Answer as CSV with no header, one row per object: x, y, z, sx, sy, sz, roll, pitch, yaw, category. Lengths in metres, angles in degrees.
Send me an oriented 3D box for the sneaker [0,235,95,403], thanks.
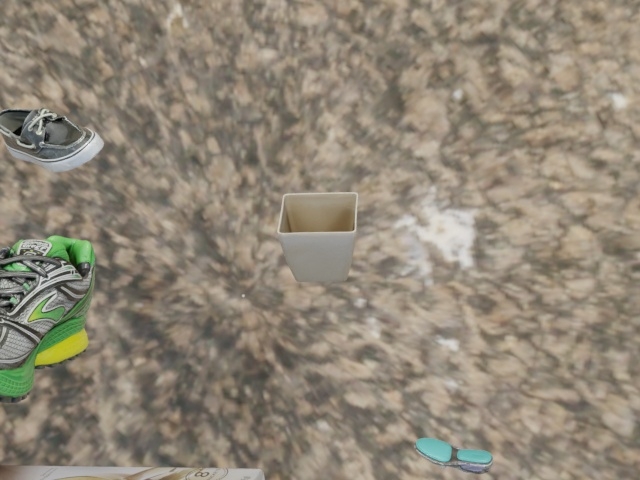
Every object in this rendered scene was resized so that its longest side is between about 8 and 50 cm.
-0.338,0.071,1.275,0.134,0.343,0.146,14,103,6,sneaker

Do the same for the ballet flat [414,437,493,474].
0.190,0.315,1.741,0.114,0.041,0.041,10,87,12,ballet flat

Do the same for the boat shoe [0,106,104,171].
-0.402,-0.152,1.757,0.078,0.219,0.070,-52,131,-28,boat shoe

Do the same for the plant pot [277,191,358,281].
0.000,0.000,1.727,0.109,0.109,0.096,-1,123,4,plant pot

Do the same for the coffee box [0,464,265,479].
-0.200,0.260,0.931,0.297,0.168,0.119,-3,106,20,coffee box
